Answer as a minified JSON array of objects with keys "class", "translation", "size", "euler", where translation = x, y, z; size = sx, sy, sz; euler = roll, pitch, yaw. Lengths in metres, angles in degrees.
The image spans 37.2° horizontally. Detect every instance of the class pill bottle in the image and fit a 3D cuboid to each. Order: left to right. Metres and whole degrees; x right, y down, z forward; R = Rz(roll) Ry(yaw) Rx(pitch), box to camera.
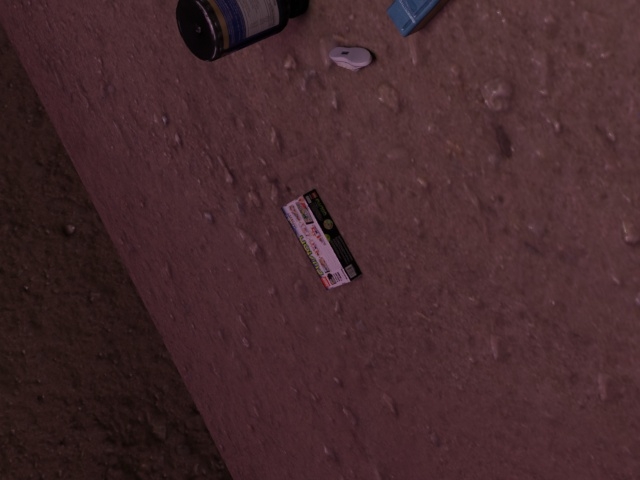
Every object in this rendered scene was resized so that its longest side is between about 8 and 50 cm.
[{"class":"pill bottle","translation":[-0.133,-0.406,1.668],"size":[0.123,0.219,0.123],"euler":[37,143,34]}]

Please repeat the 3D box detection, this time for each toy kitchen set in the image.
[{"class":"toy kitchen set","translation":[0.066,-0.402,1.419],"size":[0.207,0.166,0.122],"euler":[57,151,4]}]

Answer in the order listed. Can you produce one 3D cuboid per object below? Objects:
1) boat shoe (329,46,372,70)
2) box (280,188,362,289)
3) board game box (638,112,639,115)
[{"class":"boat shoe","translation":[0.058,-0.313,1.656],"size":[0.100,0.035,0.035],"euler":[17,157,46]},{"class":"box","translation":[0.000,0.000,2.019],"size":[0.207,0.036,0.114],"euler":[61,151,-3]},{"class":"board game box","translation":[0.456,-0.157,1.188],"size":[0.090,0.020,0.090],"euler":[49,149,16]}]
